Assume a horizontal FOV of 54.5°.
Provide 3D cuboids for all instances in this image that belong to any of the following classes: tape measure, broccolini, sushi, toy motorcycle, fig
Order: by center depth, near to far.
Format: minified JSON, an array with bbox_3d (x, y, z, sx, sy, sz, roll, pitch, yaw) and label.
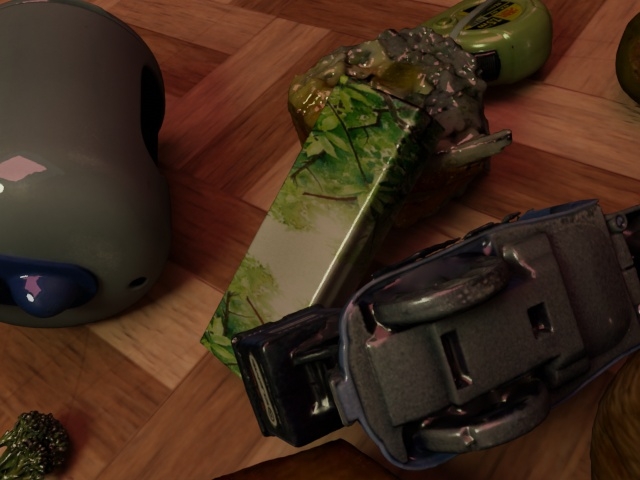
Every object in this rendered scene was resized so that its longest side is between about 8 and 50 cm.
[{"bbox_3d":[0.129,0.044,0.457,0.358,0.212,0.125,-18,91,-23],"label":"toy motorcycle"},{"bbox_3d":[-0.312,0.237,0.536,0.216,0.058,0.067,-43,12,-13],"label":"broccolini"},{"bbox_3d":[0.083,-0.119,0.664,0.184,0.139,0.274,-32,53,-9],"label":"sushi"},{"bbox_3d":[0.401,-0.195,0.683,0.133,0.185,0.127,-13,85,31],"label":"fig"},{"bbox_3d":[0.207,-0.247,0.772,0.177,0.087,0.154,-37,40,-18],"label":"tape measure"}]

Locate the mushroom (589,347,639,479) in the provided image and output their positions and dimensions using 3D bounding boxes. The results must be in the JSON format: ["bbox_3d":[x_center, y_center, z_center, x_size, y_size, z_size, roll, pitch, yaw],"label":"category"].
[{"bbox_3d":[0.229,0.185,0.271,0.356,0.334,0.331,-9,42,-1],"label":"mushroom"}]

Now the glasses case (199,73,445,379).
[{"bbox_3d":[0.000,0.000,0.546,0.095,0.062,0.272,33,97,34],"label":"glasses case"}]

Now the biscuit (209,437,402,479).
[{"bbox_3d":[-0.035,0.286,0.346,0.359,0.046,0.359,-25,38,21],"label":"biscuit"}]

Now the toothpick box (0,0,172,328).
[{"bbox_3d":[-0.288,-0.067,0.644,0.263,0.263,0.355,-17,50,0],"label":"toothpick box"}]
